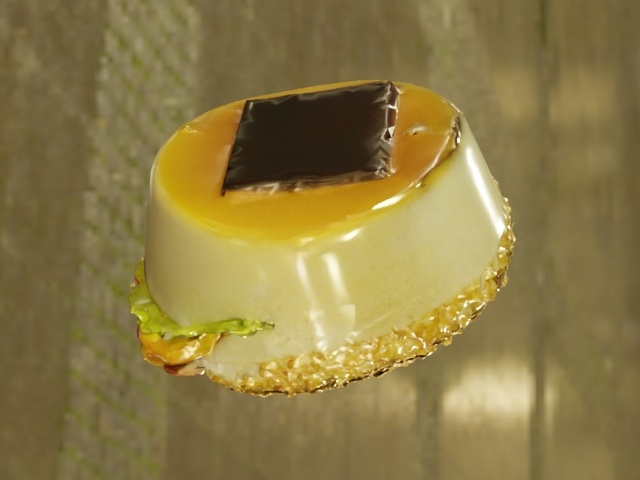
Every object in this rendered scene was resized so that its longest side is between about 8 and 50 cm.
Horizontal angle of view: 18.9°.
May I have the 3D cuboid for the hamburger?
[{"bbox_3d":[0.000,0.000,1.454,0.276,0.294,0.179,-87,167,-59],"label":"hamburger"}]
